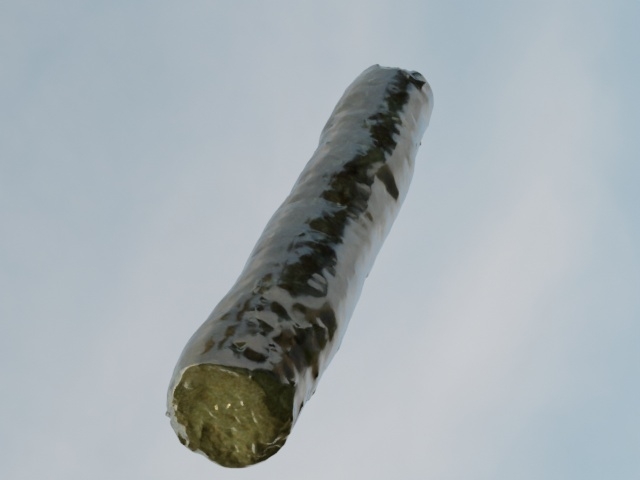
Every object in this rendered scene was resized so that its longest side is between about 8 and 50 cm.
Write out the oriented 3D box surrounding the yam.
[{"bbox_3d":[0.000,0.000,0.833,0.274,0.061,0.061,-62,-29,-52],"label":"yam"}]
